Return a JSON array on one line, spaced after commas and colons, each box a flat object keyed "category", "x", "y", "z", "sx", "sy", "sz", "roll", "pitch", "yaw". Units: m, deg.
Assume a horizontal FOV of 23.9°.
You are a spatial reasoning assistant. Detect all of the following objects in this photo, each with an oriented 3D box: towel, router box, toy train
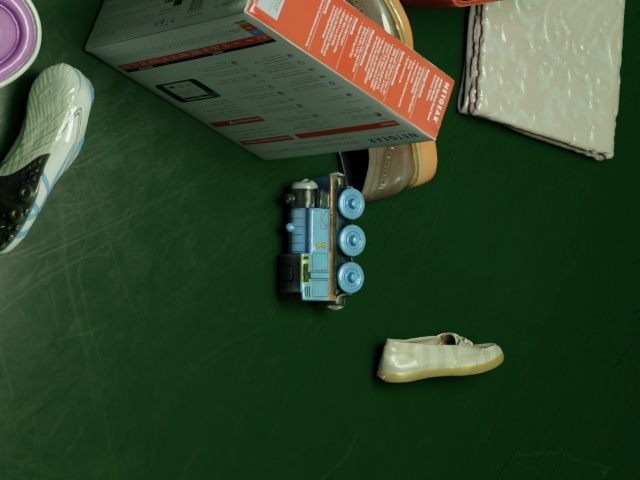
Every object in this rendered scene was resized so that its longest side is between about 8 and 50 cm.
[{"category": "towel", "x": 0.345, "y": -0.313, "z": 2.303, "sx": 0.317, "sy": 0.053, "sz": 0.332, "roll": 12, "pitch": 80, "yaw": -37}, {"category": "router box", "x": -0.065, "y": -0.207, "z": 1.791, "sx": 0.301, "sy": 0.335, "sz": 0.082, "roll": 31, "pitch": 70, "yaw": -35}, {"category": "toy train", "x": 0.000, "y": 0.000, "z": 1.999, "sx": 0.105, "sy": 0.080, "sz": 0.184, "roll": 2, "pitch": 87, "yaw": -33}]

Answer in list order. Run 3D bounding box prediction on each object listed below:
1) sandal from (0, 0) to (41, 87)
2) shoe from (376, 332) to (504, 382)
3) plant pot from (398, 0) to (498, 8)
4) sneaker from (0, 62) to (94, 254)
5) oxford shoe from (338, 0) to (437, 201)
[{"category": "sandal", "x": -0.465, "y": -0.166, "z": 1.615, "sx": 0.416, "sy": 0.102, "sz": 0.169, "roll": -43, "pitch": 112, "yaw": -30}, {"category": "shoe", "x": 0.173, "y": 0.159, "z": 2.130, "sx": 0.219, "sy": 0.076, "sz": 0.058, "roll": -4, "pitch": 96, "yaw": -37}, {"category": "plant pot", "x": 0.172, "y": -0.442, "z": 2.052, "sx": 0.267, "sy": 0.235, "sz": 0.267, "roll": -14, "pitch": 96, "yaw": -38}, {"category": "sneaker", "x": -0.323, "y": -0.087, "z": 1.745, "sx": 0.086, "sy": 0.085, "sz": 0.237, "roll": 42, "pitch": 68, "yaw": -59}, {"category": "oxford shoe", "x": 0.046, "y": -0.226, "z": 2.016, "sx": 0.132, "sy": 0.130, "sz": 0.364, "roll": -25, "pitch": 103, "yaw": -29}]
